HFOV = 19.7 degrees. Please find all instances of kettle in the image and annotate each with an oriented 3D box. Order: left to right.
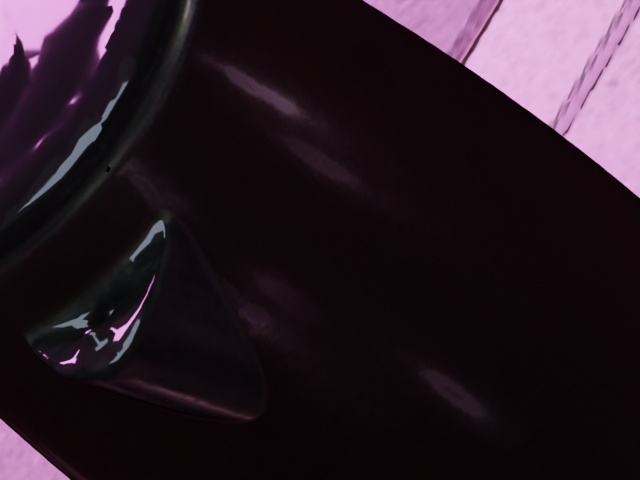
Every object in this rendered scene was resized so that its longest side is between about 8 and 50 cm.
[{"bbox_3d":[0.000,0.000,0.452,0.144,0.232,0.202,-35,40,20],"label":"kettle"}]
